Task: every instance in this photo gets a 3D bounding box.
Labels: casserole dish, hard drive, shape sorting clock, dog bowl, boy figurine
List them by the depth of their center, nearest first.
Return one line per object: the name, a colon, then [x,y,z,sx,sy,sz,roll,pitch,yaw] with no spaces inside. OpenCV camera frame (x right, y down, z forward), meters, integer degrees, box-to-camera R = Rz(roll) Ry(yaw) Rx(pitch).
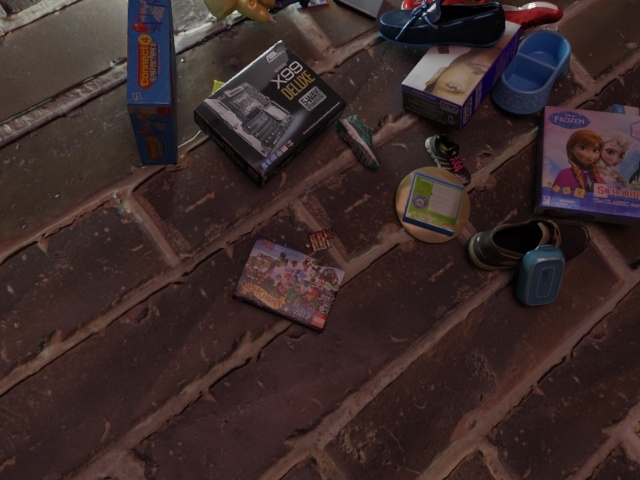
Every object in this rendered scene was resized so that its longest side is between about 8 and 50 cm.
casserole dish: [0.569,0.099,1.442,0.114,0.037,0.189,-6,120,-7]
shape sorting clock: [0.298,-0.095,1.494,0.206,0.040,0.206,2,78,-10]
boy figurine: [-0.170,-0.654,1.509,0.285,0.092,0.177,-18,81,-13]
hard drive: [0.113,-0.704,1.629,0.135,0.022,0.094,23,71,-6]
dog bowl: [0.619,-0.498,1.633,0.165,0.074,0.297,32,68,19]

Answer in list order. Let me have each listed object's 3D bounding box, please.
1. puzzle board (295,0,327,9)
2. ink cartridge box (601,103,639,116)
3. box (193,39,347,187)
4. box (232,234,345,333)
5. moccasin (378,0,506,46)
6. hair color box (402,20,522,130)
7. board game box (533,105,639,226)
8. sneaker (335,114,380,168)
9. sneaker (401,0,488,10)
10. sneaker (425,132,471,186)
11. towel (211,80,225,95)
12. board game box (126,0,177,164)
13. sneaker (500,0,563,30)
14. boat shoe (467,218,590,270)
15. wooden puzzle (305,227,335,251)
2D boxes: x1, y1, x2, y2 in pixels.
puzzle board: [-0.045,-0.724,1.605,0.096,0.011,0.128,-18,80,-17]
ink cartridge box: [0.952,-0.344,1.702,0.180,0.060,0.104,5,74,-11]
box: [-0.124,-0.323,1.417,0.242,0.076,0.307,45,71,3]
box: [-0.075,0.106,1.352,0.233,0.044,0.159,23,71,-6]
moccasin: [0.325,-0.609,1.516,0.341,0.117,0.138,5,59,16]
hair color box: [0.391,-0.479,1.554,0.185,0.110,0.339,28,70,24]
board game box: [0.776,-0.211,1.582,0.318,0.066,0.318,7,73,5]
sneaker: [0.116,-0.268,1.491,0.076,0.065,0.167,-34,86,-23]
sneaker: [0.367,-0.703,1.636,0.278,0.118,0.107,-13,78,-16]
sneaker: [0.354,-0.222,1.524,0.063,0.075,0.170,-33,85,-19]
towel: [-0.169,-0.343,1.468,0.237,0.021,0.102,13,69,-9]
board game box: [-0.376,-0.369,1.275,0.086,0.308,0.302,-1,74,-12]
sneaker: [0.586,-0.622,1.649,0.087,0.221,0.128,33,77,-47]
boat shoe: [0.570,0.011,1.480,0.355,0.130,0.133,-9,77,-15]
wooden puzzle: [0.000,0.000,1.418,0.083,0.006,0.049,-14,79,-16]
